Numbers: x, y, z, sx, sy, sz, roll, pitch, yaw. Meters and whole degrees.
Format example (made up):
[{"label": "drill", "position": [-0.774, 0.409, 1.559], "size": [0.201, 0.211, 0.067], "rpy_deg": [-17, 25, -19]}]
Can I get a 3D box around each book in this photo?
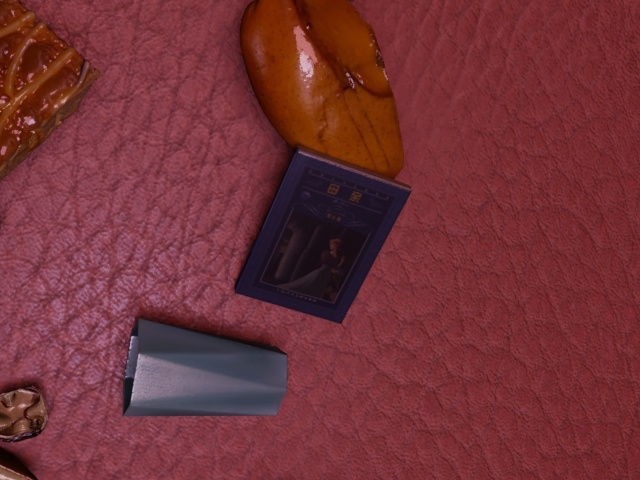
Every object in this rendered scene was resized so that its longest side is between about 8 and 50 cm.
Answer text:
[{"label": "book", "position": [0.000, 0.000, 1.187], "size": [0.191, 0.025, 0.269], "rpy_deg": [18, 118, -17]}]

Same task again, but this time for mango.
[{"label": "mango", "position": [0.015, -0.230, 1.162], "size": [0.199, 0.201, 0.350], "rpy_deg": [-19, 115, 26]}]

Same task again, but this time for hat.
[{"label": "hat", "position": [-0.444, 0.257, 1.126], "size": [0.077, 0.059, 0.076], "rpy_deg": [-11, 82, -20]}]

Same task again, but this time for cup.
[{"label": "cup", "position": [-0.176, 0.208, 1.168], "size": [0.235, 0.148, 0.134], "rpy_deg": [11, 65, -21]}]

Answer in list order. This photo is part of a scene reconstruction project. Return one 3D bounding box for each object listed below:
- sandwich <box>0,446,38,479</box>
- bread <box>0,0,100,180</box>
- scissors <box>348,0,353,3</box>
[{"label": "sandwich", "position": [-0.528, 0.324, 1.096], "size": [0.244, 0.088, 0.090], "rpy_deg": [28, 78, -13]}, {"label": "bread", "position": [-0.455, -0.182, 1.016], "size": [0.185, 0.114, 0.275], "rpy_deg": [42, 70, -6]}, {"label": "scissors", "position": [-0.037, -0.397, 1.180], "size": [0.204, 0.101, 0.027], "rpy_deg": [7, 107, -32]}]
